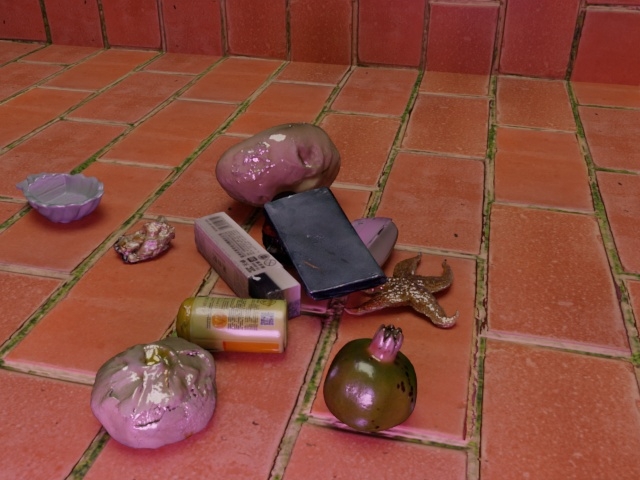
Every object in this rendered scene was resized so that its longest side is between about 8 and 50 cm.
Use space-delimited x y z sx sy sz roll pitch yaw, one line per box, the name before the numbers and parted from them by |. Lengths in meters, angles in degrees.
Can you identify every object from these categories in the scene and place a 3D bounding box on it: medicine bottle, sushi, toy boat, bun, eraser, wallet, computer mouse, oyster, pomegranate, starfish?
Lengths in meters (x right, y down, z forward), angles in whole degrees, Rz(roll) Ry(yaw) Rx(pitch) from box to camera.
medicine bottle | -0.187 0.180 1.437 0.239 0.124 0.124 0 31 1
sushi | -0.086 -0.025 1.787 0.136 0.126 0.225 0 36 -3
toy boat | -0.752 -0.123 1.962 0.290 0.100 0.199 21 36 30
bun | -0.124 -0.199 1.953 0.362 0.234 0.326 -16 0 -36
eraser | -0.187 0.059 1.663 0.098 0.096 0.404 -16 35 -28
bun | -0.307 0.270 1.256 0.239 0.141 0.239 3 31 -2
wallet | 0.000 0.000 1.617 0.191 0.046 0.379 -14 41 -14
computer mouse | 0.090 0.030 1.717 0.158 0.072 0.310 -1 27 29
oyster | -0.467 -0.017 1.811 0.163 0.081 0.191 -3 27 3
pomegranate | 0.099 0.245 1.239 0.180 0.209 0.180 14 30 -8
starfish | 0.193 0.109 1.618 0.302 0.060 0.299 -6 33 -9
